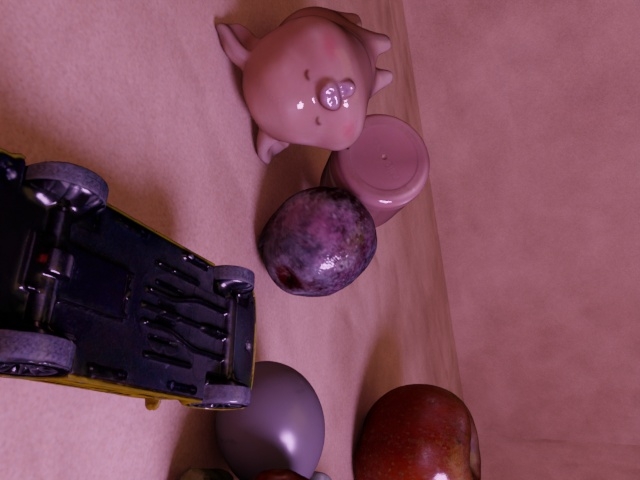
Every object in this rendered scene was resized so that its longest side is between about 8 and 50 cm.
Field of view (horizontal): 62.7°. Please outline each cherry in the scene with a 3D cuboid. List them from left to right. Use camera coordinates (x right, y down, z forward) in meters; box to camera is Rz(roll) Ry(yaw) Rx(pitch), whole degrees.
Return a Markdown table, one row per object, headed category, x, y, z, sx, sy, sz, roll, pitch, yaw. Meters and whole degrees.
| category | x | y | z | sx | sy | sz | roll | pitch | yaw |
| --- | --- | --- | --- | --- | --- | --- | --- | --- | --- |
| cherry | -0.004 | 0.007 | 0.870 | 0.195 | 0.195 | 0.195 | -4 | 90 | -68 |

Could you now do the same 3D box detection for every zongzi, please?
| category | x | y | z | sx | sy | sz | roll | pitch | yaw |
| --- | --- | --- | --- | --- | --- | --- | --- | --- | --- |
| zongzi | -0.151 | 0.335 | 0.635 | 0.104 | 0.052 | 0.113 | 57 | 48 | -61 |

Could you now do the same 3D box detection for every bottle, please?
| category | x | y | z | sx | sy | sz | roll | pitch | yaw |
| --- | --- | --- | --- | --- | --- | --- | --- | --- | --- |
| bottle | 0.074 | -0.094 | 1.021 | 0.207 | 0.173 | 0.297 | -64 | -176 | -16 |

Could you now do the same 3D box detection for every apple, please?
| category | x | y | z | sx | sy | sz | roll | pitch | yaw |
| --- | --- | --- | --- | --- | --- | --- | --- | --- | --- |
| apple | 0.234 | 0.519 | 1.259 | 0.348 | 0.276 | 0.349 | -7 | 90 | -68 |

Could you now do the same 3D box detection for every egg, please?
| category | x | y | z | sx | sy | sz | roll | pitch | yaw |
| --- | --- | --- | --- | --- | --- | --- | --- | --- | --- |
| egg | -0.066 | 0.258 | 0.717 | 0.146 | 0.146 | 0.199 | -48 | 132 | -61 |

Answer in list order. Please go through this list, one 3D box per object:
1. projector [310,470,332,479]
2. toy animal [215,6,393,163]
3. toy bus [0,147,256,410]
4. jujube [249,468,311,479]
| category | x | y | z | sx | sy | sz | roll | pitch | yaw |
| --- | --- | --- | --- | --- | --- | --- | --- | --- | --- |
| projector | 0.000 | 0.520 | 0.819 | 0.250 | 0.108 | 0.198 | 59 | 25 | -29 |
| toy animal | -0.013 | -0.282 | 0.873 | 0.326 | 0.269 | 0.237 | -120 | -169 | -57 |
| toy bus | -0.182 | 0.063 | 0.458 | 0.331 | 0.151 | 0.145 | 43 | 41 | -57 |
| jujube | -0.069 | 0.372 | 0.617 | 0.230 | 0.155 | 0.155 | -67 | 174 | 33 |
